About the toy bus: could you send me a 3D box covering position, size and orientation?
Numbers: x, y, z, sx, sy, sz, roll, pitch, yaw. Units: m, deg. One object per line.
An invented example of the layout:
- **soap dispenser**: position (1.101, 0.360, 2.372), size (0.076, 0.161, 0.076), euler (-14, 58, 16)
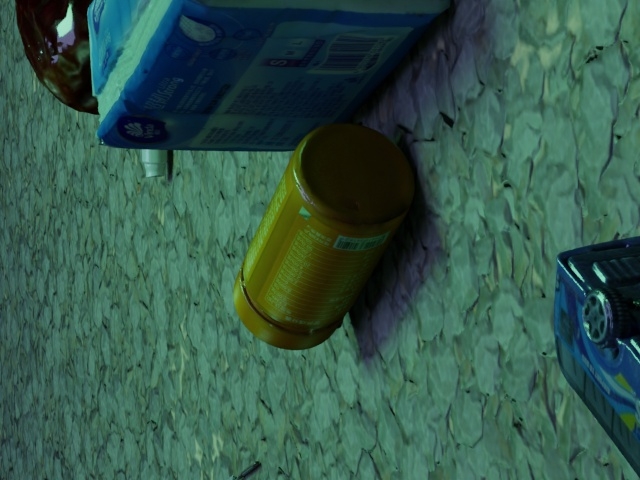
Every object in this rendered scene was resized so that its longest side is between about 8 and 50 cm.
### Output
- **toy bus**: position (0.191, 0.091, 0.901), size (0.236, 0.079, 0.094), euler (-122, 33, -52)

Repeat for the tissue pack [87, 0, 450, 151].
- **tissue pack**: position (-0.048, -0.174, 1.329), size (0.263, 0.198, 0.146), euler (137, 129, -63)

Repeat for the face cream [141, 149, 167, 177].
- **face cream**: position (-0.177, -0.131, 1.908), size (0.034, 0.034, 0.130), euler (-154, 62, -67)

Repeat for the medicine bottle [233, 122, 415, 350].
- **medicine bottle**: position (0.000, 0.000, 1.370), size (0.192, 0.096, 0.096), euler (116, 144, -54)

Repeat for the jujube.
- **jujube**: position (-0.229, -0.244, 1.823), size (0.243, 0.183, 0.183), euler (-99, 19, -44)

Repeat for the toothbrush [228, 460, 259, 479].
- **toothbrush**: position (-0.075, 0.225, 1.732), size (0.097, 0.006, 0.008), euler (135, 132, -63)
